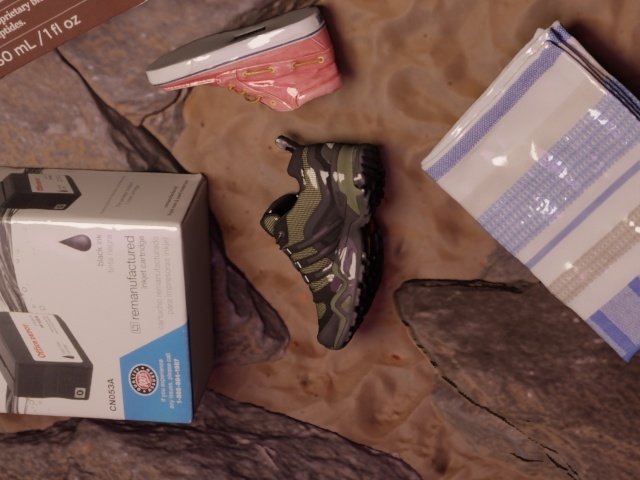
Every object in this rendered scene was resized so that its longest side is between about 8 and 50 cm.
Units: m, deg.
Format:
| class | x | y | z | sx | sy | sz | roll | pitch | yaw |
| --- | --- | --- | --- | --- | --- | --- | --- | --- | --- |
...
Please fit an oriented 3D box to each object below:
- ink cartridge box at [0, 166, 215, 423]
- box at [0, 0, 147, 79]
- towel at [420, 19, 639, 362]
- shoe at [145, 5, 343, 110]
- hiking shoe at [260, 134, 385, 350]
| class | x | y | z | sx | sy | sz | roll | pitch | yaw |
| --- | --- | --- | --- | --- | --- | --- | --- | --- | --- |
| ink cartridge box | -0.270 | 0.052 | 1.668 | 0.307 | 0.129 | 0.223 | 2 | 116 | 7 |
| box | -0.307 | -0.345 | 1.431 | 0.191 | 0.143 | 0.381 | -25 | 113 | 22 |
| towel | 0.248 | -0.039 | 1.546 | 0.285 | 0.034 | 0.209 | 44 | 125 | 1 |
| shoe | -0.070 | -0.153 | 1.557 | 0.178 | 0.063 | 0.081 | -16 | 113 | 13 |
| hiking shoe | 0.000 | 0.000 | 1.645 | 0.114 | 0.086 | 0.227 | 13 | 118 | 17 |
